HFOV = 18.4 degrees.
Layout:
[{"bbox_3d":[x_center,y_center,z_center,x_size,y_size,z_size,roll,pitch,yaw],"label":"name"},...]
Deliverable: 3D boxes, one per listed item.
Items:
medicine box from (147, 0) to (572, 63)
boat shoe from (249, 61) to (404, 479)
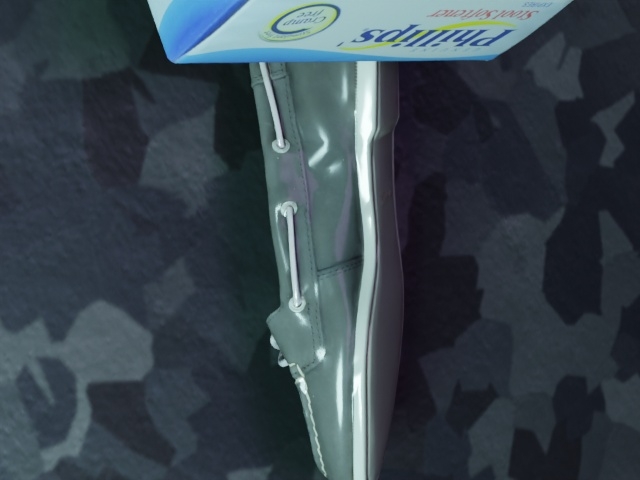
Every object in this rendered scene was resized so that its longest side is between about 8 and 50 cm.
[{"bbox_3d":[0.007,-0.263,1.203,0.263,0.149,0.289,-5,67,-39],"label":"medicine box"},{"bbox_3d":[0.000,0.000,1.316,0.112,0.095,0.335,-17,108,-74],"label":"boat shoe"}]
